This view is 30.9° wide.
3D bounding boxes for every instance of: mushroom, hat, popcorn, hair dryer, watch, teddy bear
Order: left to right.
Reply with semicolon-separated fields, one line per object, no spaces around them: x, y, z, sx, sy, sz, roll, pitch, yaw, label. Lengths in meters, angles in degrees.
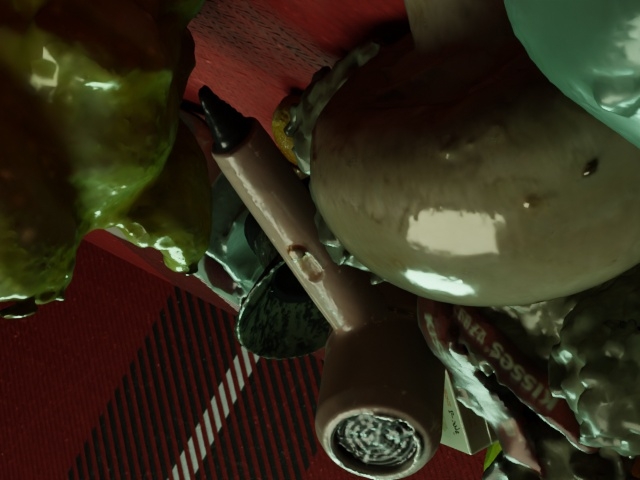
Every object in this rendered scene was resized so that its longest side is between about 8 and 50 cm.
-0.206;-0.103;0.908;0.325;0.290;0.321;30;-179;-13;popcorn
-0.155;-0.039;1.335;0.253;0.162;0.241;30;170;34;watch
-0.008;0.022;0.935;0.106;0.189;0.344;-23;121;24;hair dryer
0.000;0.000;1.166;0.128;0.265;0.265;58;180;21;hat
0.108;0.017;0.829;0.367;0.224;0.357;32;161;14;teddy bear
0.081;-0.085;0.528;0.207;0.207;0.215;9;124;62;mushroom

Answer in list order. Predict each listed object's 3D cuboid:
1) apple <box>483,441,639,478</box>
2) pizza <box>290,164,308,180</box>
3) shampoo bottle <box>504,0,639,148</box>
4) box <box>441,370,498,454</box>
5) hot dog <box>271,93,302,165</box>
0.335;0.308;1.512;0.246;0.246;0.226;36;174;-34;apple
0.044;0.002;1.318;0.197;0.058;0.292;19;166;43;pizza
0.213;-0.040;0.378;0.349;0.151;0.222;31;147;-17;shampoo bottle
0.155;0.165;1.506;0.141;0.058;0.201;4;113;64;box
0.081;-0.047;0.999;0.285;0.061;0.088;24;157;19;hot dog
